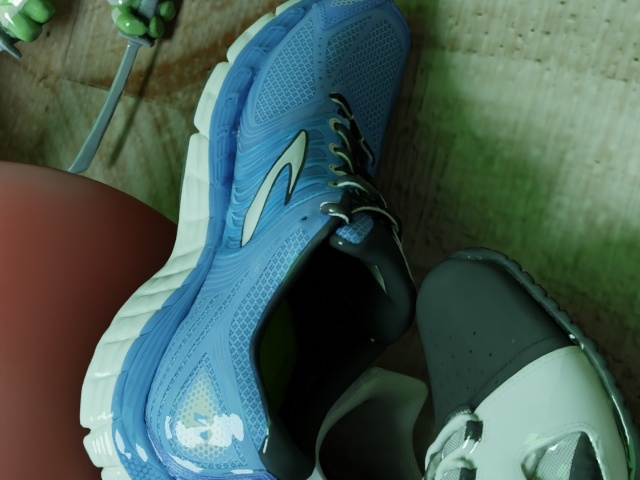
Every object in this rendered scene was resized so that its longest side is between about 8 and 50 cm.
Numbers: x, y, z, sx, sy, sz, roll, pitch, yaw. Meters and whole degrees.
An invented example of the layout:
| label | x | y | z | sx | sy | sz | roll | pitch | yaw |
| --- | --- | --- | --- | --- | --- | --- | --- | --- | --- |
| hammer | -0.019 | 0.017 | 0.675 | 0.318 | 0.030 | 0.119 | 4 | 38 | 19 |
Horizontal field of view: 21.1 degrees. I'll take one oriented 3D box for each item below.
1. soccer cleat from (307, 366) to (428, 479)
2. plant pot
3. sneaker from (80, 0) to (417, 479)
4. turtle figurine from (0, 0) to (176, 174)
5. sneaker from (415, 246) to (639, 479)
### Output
| label | x | y | z | sx | sy | sz | roll | pitch | yaw |
| --- | --- | --- | --- | --- | --- | --- | --- | --- | --- |
| soccer cleat | 0.037 | 0.218 | 0.877 | 0.143 | 0.116 | 0.331 | -38 | 56 | 33 |
| plant pot | -0.192 | 0.131 | 0.975 | 0.275 | 0.275 | 0.243 | -36 | 36 | 36 |
| sneaker | 0.000 | 0.000 | 0.926 | 0.147 | 0.130 | 0.330 | -3 | 55 | 34 |
| turtle figurine | -0.126 | -0.158 | 1.091 | 0.266 | 0.198 | 0.274 | -17 | 63 | 28 |
| sneaker | 0.082 | 0.156 | 0.786 | 0.122 | 0.146 | 0.330 | 106 | 148 | -61 |
